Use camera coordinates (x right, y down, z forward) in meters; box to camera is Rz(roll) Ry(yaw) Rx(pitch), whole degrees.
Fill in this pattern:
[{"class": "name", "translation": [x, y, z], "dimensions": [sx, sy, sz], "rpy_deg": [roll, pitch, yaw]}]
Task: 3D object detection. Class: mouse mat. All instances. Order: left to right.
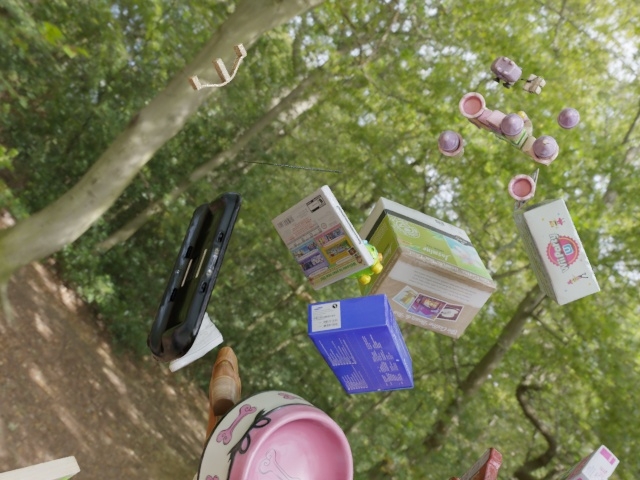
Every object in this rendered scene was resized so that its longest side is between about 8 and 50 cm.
[{"class": "mouse mat", "translation": [-0.065, -0.169, 1.446], "dimensions": [0.189, 0.007, 0.152], "rpy_deg": [4, 6, -32]}]

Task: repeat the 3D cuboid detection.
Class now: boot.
[{"class": "boot", "translation": [-0.400, 0.302, 1.920], "dimensions": [0.123, 0.095, 0.258], "rpy_deg": [60, 20, 0]}, {"class": "boot", "translation": [-0.277, 0.465, 1.790], "dimensions": [0.220, 0.108, 0.284], "rpy_deg": [-102, -170, -60]}]

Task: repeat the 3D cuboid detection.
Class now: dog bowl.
[{"class": "dog bowl", "translation": [-0.090, 0.583, 1.555], "dimensions": [0.150, 0.408, 0.408], "rpy_deg": [-7, -52, 51]}]

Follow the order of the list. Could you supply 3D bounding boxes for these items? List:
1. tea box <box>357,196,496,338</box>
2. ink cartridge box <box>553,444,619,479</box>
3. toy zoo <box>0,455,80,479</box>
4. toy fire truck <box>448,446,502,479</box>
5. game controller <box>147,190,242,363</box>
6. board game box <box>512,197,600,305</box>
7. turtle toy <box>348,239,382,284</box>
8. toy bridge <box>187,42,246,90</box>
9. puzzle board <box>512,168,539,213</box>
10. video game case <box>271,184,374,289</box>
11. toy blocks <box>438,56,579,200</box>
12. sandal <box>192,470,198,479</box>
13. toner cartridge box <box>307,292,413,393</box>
[{"class": "tea box", "translation": [0.296, 0.080, 1.909], "dimensions": [0.328, 0.220, 0.324], "rpy_deg": [19, 29, -20]}, {"class": "ink cartridge box", "translation": [0.553, 0.618, 1.497], "dimensions": [0.185, 0.311, 0.065], "rpy_deg": [-6, 48, -52]}, {"class": "toy zoo", "translation": [-0.533, 0.420, 0.938], "dimensions": [0.030, 0.293, 0.192], "rpy_deg": [59, 4, 16]}, {"class": "toy fire truck", "translation": [0.389, 0.735, 1.737], "dimensions": [0.169, 0.302, 0.254], "rpy_deg": [36, 26, 10]}, {"class": "game controller", "translation": [-0.219, 0.060, 1.123], "dimensions": [0.067, 0.319, 0.166], "rpy_deg": [31, -30, -31]}, {"class": "board game box", "translation": [0.556, 0.019, 1.523], "dimensions": [0.303, 0.097, 0.224], "rpy_deg": [-14, 83, -77]}, {"class": "turtle toy", "translation": [0.091, 0.050, 1.468], "dimensions": [0.095, 0.066, 0.130], "rpy_deg": [43, -47, 1]}, {"class": "toy bridge", "translation": [-0.253, -0.434, 1.615], "dimensions": [0.026, 0.188, 0.063], "rpy_deg": [11, -43, 46]}, {"class": "puzzle board", "translation": [0.616, -0.149, 1.898], "dimensions": [0.011, 0.128, 0.096], "rpy_deg": [29, -39, -4]}, {"class": "video game case", "translation": [0.000, 0.000, 1.392], "dimensions": [0.212, 0.023, 0.193], "rpy_deg": [-29, -86, 50]}, {"class": "toy blocks", "translation": [0.479, -0.297, 1.586], "dimensions": [0.288, 0.309, 0.260], "rpy_deg": [36, 9, 19]}, {"class": "sandal", "translation": [-0.250, 0.781, 1.634], "dimensions": [0.169, 0.417, 0.102], "rpy_deg": [4, 3, 20]}, {"class": "toner cartridge box", "translation": [0.097, 0.238, 1.386], "dimensions": [0.165, 0.075, 0.348], "rpy_deg": [-8, -35, 13]}]
